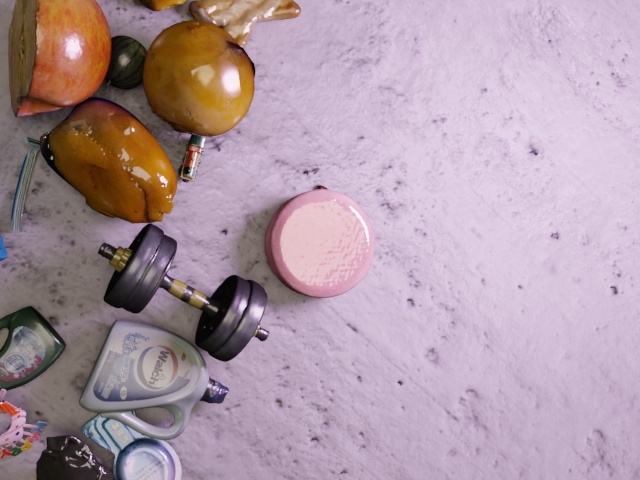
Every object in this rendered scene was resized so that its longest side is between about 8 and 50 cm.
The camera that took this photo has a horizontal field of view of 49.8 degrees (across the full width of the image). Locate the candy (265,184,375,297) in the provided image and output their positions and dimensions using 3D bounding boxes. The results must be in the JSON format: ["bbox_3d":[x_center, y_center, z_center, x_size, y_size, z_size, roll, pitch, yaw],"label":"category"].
[{"bbox_3d":[0.000,0.000,1.540,0.255,0.094,0.255,0,89,-15],"label":"candy"}]

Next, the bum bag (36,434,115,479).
[{"bbox_3d":[-0.460,0.525,1.404,0.142,0.080,0.326,-31,101,23],"label":"bum bag"}]

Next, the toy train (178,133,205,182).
[{"bbox_3d":[-0.276,-0.175,1.483,0.044,0.064,0.103,15,85,-16],"label":"toy train"}]

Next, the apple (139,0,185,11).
[{"bbox_3d":[-0.335,-0.538,1.457,0.114,0.099,0.102,-31,100,-17],"label":"apple"}]

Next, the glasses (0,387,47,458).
[{"bbox_3d":[-0.683,0.391,1.362,0.255,0.095,0.162,-26,126,-14],"label":"glasses"}]

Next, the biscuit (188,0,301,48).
[{"bbox_3d":[-0.168,-0.512,1.528,0.208,0.047,0.164,-41,100,-12],"label":"biscuit"}]

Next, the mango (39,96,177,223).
[{"bbox_3d":[-0.409,-0.155,1.391,0.287,0.201,0.152,48,36,-10],"label":"mango"}]

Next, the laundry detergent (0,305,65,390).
[{"bbox_3d":[-0.633,0.237,1.381,0.211,0.063,0.137,-39,98,-11],"label":"laundry detergent"}]

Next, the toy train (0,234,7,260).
[{"bbox_3d":[-0.720,-0.059,1.256,0.188,0.265,0.300,-26,92,-10],"label":"toy train"}]

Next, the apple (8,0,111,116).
[{"bbox_3d":[-0.495,-0.362,1.328,0.163,0.293,0.251,0,92,-31],"label":"apple"}]

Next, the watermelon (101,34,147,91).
[{"bbox_3d":[-0.413,-0.358,1.426,0.105,0.105,0.133,31,72,-13],"label":"watermelon"}]

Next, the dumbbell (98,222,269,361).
[{"bbox_3d":[-0.272,0.108,1.403,0.388,0.185,0.185,32,81,-19],"label":"dumbbell"}]

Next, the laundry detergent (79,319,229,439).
[{"bbox_3d":[-0.333,0.299,1.438,0.280,0.105,0.215,25,76,-15],"label":"laundry detergent"}]

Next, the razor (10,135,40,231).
[{"bbox_3d":[-0.603,-0.113,1.408,0.068,0.037,0.191,16,88,-56],"label":"razor"}]

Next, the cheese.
[{"bbox_3d":[-0.384,0.455,1.448,0.135,0.052,0.244,-36,90,-15],"label":"cheese"}]

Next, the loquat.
[{"bbox_3d":[-0.246,-0.326,1.408,0.235,0.235,0.235,0,89,-15],"label":"loquat"}]
